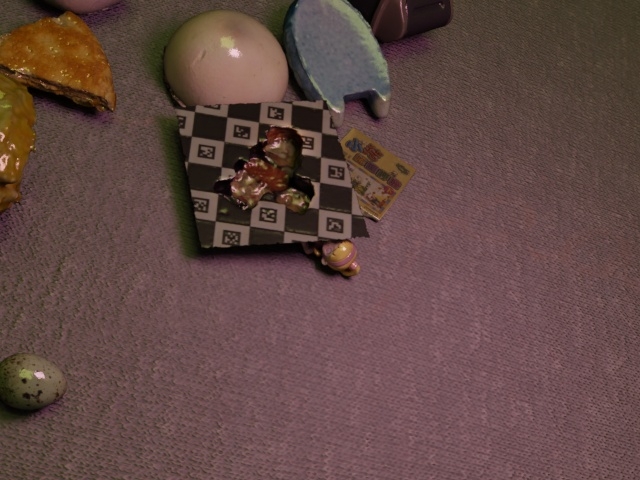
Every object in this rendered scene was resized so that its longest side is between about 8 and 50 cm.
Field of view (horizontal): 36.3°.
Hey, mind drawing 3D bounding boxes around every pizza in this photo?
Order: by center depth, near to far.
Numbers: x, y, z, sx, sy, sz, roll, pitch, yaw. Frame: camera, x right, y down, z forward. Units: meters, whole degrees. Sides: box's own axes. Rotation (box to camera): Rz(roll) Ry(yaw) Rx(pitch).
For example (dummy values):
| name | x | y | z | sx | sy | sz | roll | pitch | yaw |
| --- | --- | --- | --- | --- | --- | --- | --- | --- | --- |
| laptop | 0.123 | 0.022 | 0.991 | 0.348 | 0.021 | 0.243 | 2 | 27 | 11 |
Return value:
| name | x | y | z | sx | sy | sz | roll | pitch | yaw |
| --- | --- | --- | --- | --- | --- | --- | --- | --- | --- |
| pizza | -0.547 | -0.346 | 1.859 | 0.288 | 0.075 | 0.280 | -1 | 51 | -28 |

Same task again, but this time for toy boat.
| name | x | y | z | sx | sy | sz | roll | pitch | yaw |
| --- | --- | --- | --- | --- | --- | --- | --- | --- | --- |
| toy boat | 0.023 | -0.392 | 2.150 | 0.215 | 0.123 | 0.330 | -19 | 76 | -25 |

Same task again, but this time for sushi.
| name | x | y | z | sx | sy | sz | roll | pitch | yaw |
| --- | --- | --- | --- | --- | --- | --- | --- | --- | --- |
| sushi | -0.105 | -0.114 | 1.876 | 0.320 | 0.069 | 0.339 | -5 | 59 | -18 |

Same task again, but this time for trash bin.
| name | x | y | z | sx | sy | sz | roll | pitch | yaw |
| --- | --- | --- | --- | --- | --- | --- | --- | --- | --- |
| trash bin | 0.160 | -0.593 | 2.303 | 0.209 | 0.182 | 0.290 | -24 | 62 | -35 |

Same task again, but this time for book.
| name | x | y | z | sx | sy | sz | roll | pitch | yaw |
| --- | --- | --- | --- | --- | --- | --- | --- | --- | --- |
| book | 0.092 | -0.139 | 2.036 | 0.168 | 0.013 | 0.192 | 35 | 48 | 4 |

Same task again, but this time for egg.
| name | x | y | z | sx | sy | sz | roll | pitch | yaw |
| --- | --- | --- | --- | --- | --- | --- | --- | --- | --- |
| egg | -0.439 | 0.214 | 1.480 | 0.110 | 0.085 | 0.085 | 9 | 52 | -27 |
| egg | -0.171 | -0.380 | 1.991 | 0.264 | 0.174 | 0.286 | 47 | 47 | 9 |

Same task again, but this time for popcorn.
| name | x | y | z | sx | sy | sz | roll | pitch | yaw |
| --- | --- | --- | --- | --- | --- | --- | --- | --- | --- |
| popcorn | -0.588 | -0.143 | 1.567 | 0.247 | 0.282 | 0.282 | 8 | 52 | -35 |

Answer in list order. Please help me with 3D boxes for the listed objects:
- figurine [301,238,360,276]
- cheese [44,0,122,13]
| name | x | y | z | sx | sy | sz | roll | pitch | yaw |
| --- | --- | --- | --- | --- | --- | --- | --- | --- | --- |
| figurine | 0.000 | 0.000 | 1.863 | 0.187 | 0.083 | 0.083 | 33 | 47 | 21 |
| cheese | -0.490 | -0.545 | 1.975 | 0.198 | 0.154 | 0.189 | 30 | 46 | 5 |
